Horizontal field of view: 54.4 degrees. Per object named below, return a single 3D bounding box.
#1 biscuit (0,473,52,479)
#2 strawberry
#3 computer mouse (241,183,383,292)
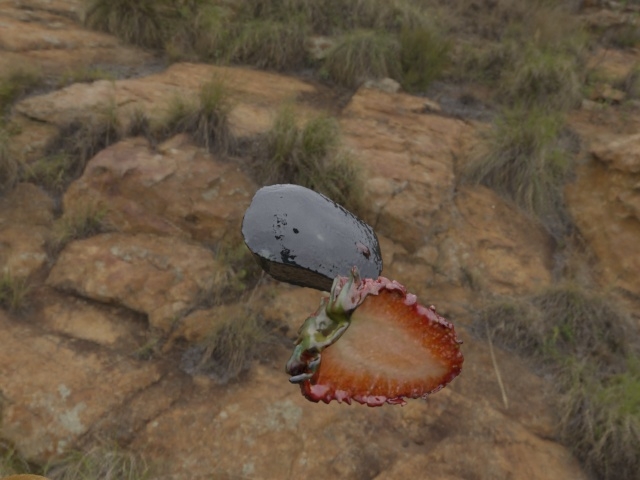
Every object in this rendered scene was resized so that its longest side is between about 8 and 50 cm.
[{"bbox_3d":[-0.244,0.218,0.313,0.289,0.044,0.202,-29,16,10],"label":"biscuit"},{"bbox_3d":[0.056,0.123,0.714,0.208,0.167,0.087,39,1,-35],"label":"strawberry"},{"bbox_3d":[0.002,-0.002,1.095,0.295,0.087,0.168,19,57,-25],"label":"computer mouse"}]
